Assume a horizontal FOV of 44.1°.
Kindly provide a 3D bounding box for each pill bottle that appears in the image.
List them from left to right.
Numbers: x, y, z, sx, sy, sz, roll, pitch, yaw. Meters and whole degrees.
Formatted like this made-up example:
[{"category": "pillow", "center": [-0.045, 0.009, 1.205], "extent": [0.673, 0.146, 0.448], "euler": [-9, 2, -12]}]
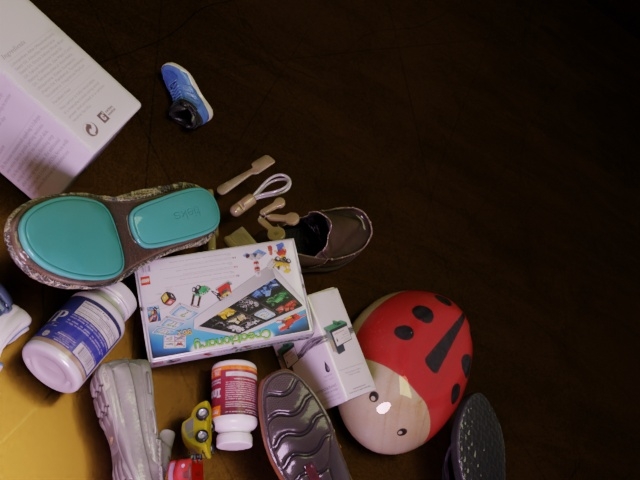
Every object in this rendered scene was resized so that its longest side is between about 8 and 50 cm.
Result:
[{"category": "pill bottle", "center": [-0.395, 0.151, 1.322], "extent": [0.112, 0.112, 0.187], "euler": [45, 45, -12]}, {"category": "pill bottle", "center": [-0.159, 0.303, 1.456], "extent": [0.086, 0.086, 0.152], "euler": [16, 57, -33]}]

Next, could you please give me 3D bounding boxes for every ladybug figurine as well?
[{"category": "ladybug figurine", "center": [0.207, 0.265, 1.735], "extent": [0.305, 0.162, 0.449], "euler": [48, 45, -9]}]

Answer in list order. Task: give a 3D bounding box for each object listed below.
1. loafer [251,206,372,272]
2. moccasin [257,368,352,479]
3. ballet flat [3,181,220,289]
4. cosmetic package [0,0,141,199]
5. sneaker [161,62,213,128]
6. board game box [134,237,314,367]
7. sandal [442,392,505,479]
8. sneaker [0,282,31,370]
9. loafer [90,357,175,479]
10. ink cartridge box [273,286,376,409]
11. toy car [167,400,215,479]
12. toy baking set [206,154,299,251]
[{"category": "loafer", "center": [0.000, 0.000, 1.727], "extent": [0.366, 0.130, 0.134], "euler": [-20, 81, -44]}, {"category": "moccasin", "center": [-0.012, 0.416, 1.477], "extent": [0.139, 0.147, 0.380], "euler": [-31, 96, -11]}, {"category": "ballet flat", "center": [-0.375, -0.003, 1.370], "extent": [0.483, 0.182, 0.164], "euler": [-18, 92, -58]}, {"category": "cosmetic package", "center": [-0.561, -0.293, 1.345], "extent": [0.453, 0.230, 0.161], "euler": [43, 46, -15]}, {"category": "sneaker", "center": [-0.301, -0.308, 1.692], "extent": [0.152, 0.058, 0.084], "euler": [55, 36, -11]}, {"category": "board game box", "center": [-0.180, 0.112, 1.473], "extent": [0.305, 0.053, 0.193], "euler": [-8, 71, -13]}, {"category": "sandal", "center": [0.326, 0.559, 1.722], "extent": [0.167, 0.107, 0.446], "euler": [5, 78, -46]}, {"category": "sneaker", "center": [-0.562, 0.065, 1.244], "extent": [0.236, 0.130, 0.323], "euler": [45, 23, -42]}, {"category": "loafer", "center": [-0.289, 0.346, 1.305], "extent": [0.111, 0.112, 0.319], "euler": [-7, 71, -34]}, {"category": "ink cartridge box", "center": [-0.005, 0.225, 1.579], "extent": [0.092, 0.160, 0.219], "euler": [-11, 73, -43]}, {"category": "toy car", "center": [-0.207, 0.415, 1.327], "extent": [0.239, 0.053, 0.225], "euler": [-90, 174, -74]}, {"category": "toy baking set", "center": [-0.148, -0.067, 1.633], "extent": [0.196, 0.030, 0.256], "euler": [-11, 52, -4]}]
